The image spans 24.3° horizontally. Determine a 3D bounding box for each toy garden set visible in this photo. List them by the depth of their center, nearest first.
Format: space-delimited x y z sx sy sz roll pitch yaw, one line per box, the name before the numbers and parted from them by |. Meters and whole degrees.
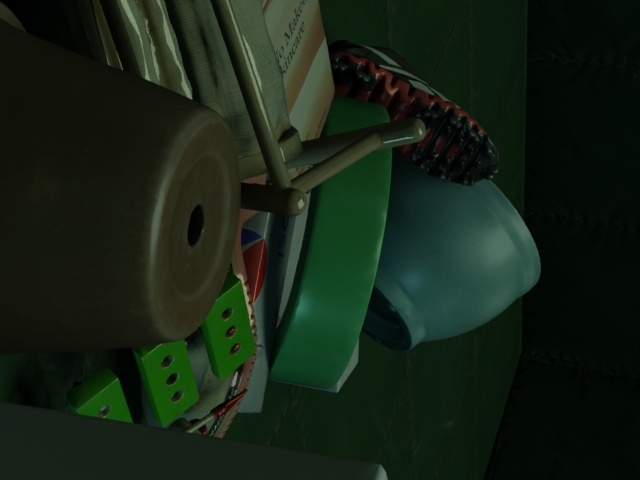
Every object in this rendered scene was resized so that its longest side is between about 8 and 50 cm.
toy garden set | -0.162 0.154 1.296 0.244 0.049 0.204 -38 147 -23

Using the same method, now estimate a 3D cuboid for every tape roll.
tape roll | 0.000 0.000 1.641 0.321 0.077 0.321 -170 -90 -81

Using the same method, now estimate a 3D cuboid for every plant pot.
plant pot | -0.183 -0.024 0.959 0.263 0.229 0.263 10 90 -73
plant pot | 0.120 0.024 2.001 0.196 0.293 0.293 -44 150 -19

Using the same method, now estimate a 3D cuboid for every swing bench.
swing bench | -0.093 -0.155 1.086 0.165 0.254 0.253 -31 110 -42

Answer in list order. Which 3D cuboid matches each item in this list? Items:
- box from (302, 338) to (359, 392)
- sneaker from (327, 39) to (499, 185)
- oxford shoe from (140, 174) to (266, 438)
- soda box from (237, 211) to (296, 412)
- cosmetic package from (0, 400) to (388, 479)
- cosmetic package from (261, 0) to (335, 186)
box | -0.010 0.119 1.854 0.087 0.102 0.101 -48 144 -58
sneaker | 0.106 -0.168 1.866 0.098 0.276 0.135 -56 -168 27
oxford shoe | -0.148 0.037 1.359 0.146 0.140 0.397 -21 126 -39
soda box | -0.091 0.033 1.545 0.098 0.091 0.286 25 74 -73
cosmetic package | -0.156 0.230 0.904 0.156 0.384 0.217 79 26 -50
cosmetic package | -0.081 -0.197 1.388 0.296 0.129 0.153 76 29 -53
